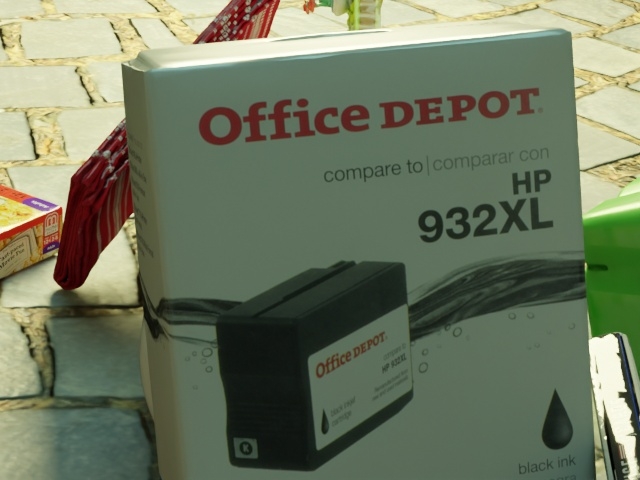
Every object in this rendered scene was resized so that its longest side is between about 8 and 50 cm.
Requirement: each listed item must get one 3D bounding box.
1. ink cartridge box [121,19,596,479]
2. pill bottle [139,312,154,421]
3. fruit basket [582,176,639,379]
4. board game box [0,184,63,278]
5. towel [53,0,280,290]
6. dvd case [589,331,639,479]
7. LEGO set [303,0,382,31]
[{"bbox_3d":[0.021,0.044,0.859,0.223,0.308,0.129,-6,10,-11],"label":"ink cartridge box"},{"bbox_3d":[0.000,0.000,1.147,0.229,0.229,0.408,4,24,-2],"label":"pill bottle"},{"bbox_3d":[0.416,0.038,1.139,0.392,0.283,0.392,-10,14,3],"label":"fruit basket"},{"bbox_3d":[-0.329,0.000,1.307,0.146,0.045,0.193,18,27,27],"label":"board game box"},{"bbox_3d":[-0.116,-0.090,1.270,0.031,0.199,0.275,36,64,3],"label":"towel"},{"bbox_3d":[0.180,0.180,0.844,0.029,0.179,0.239,-13,22,11],"label":"dvd case"},{"bbox_3d":[-0.003,-0.140,1.382,0.107,0.287,0.132,4,10,-6],"label":"LEGO set"}]
